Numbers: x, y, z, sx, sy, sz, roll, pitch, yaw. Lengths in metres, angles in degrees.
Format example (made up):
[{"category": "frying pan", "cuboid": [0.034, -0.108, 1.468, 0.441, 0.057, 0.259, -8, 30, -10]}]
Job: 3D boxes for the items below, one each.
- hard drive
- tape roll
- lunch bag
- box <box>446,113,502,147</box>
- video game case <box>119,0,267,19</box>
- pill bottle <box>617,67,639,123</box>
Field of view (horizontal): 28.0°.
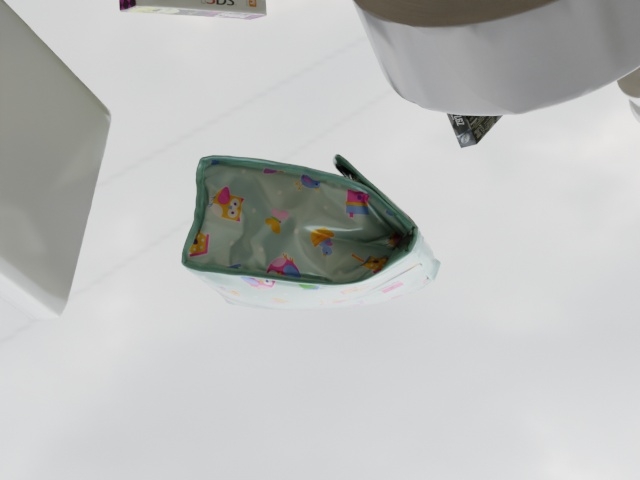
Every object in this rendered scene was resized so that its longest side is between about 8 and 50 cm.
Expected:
[{"category": "hard drive", "cuboid": [-0.312, -0.112, 1.106, 0.047, 0.353, 0.233, -6, -121, 25]}, {"category": "tape roll", "cuboid": [0.130, -0.174, 0.820, 0.219, 0.072, 0.219, -17, -143, 14]}, {"category": "lunch bag", "cuboid": [0.000, 0.000, 1.453, 0.262, 0.223, 0.160, 4, -102, 11]}, {"category": "box", "cuboid": [0.143, -0.134, 1.203, 0.018, 0.067, 0.083, -11, -158, 36]}, {"category": "video game case", "cuboid": [-0.160, -0.392, 1.573, 0.210, 0.232, 0.041, -5, -177, -44]}, {"category": "pill bottle", "cuboid": [0.433, -0.168, 1.529, 0.112, 0.186, 0.112, -21, -124, 35]}]
